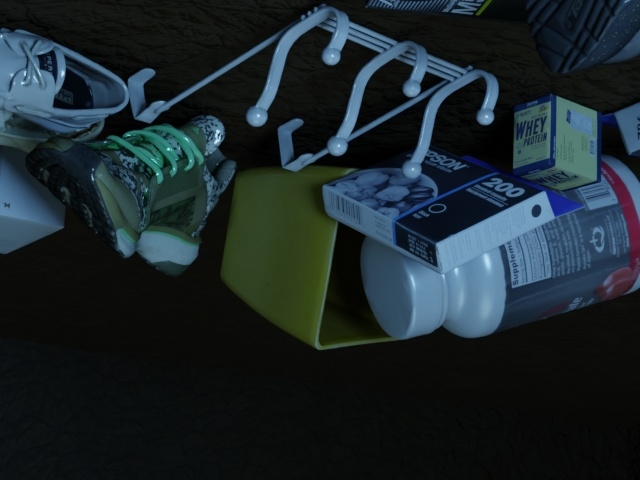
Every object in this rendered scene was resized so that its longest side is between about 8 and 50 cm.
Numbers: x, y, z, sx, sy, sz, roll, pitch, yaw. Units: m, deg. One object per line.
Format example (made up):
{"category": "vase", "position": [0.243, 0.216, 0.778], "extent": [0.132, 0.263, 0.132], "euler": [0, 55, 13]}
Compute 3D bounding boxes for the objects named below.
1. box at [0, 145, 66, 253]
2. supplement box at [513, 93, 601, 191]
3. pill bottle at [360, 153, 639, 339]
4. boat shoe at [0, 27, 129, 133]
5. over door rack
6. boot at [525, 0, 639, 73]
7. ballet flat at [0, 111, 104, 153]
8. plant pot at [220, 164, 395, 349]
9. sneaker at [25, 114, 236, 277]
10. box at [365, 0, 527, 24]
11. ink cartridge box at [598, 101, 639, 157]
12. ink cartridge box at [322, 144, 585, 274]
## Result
{"category": "box", "position": [-0.380, -0.067, 1.852], "extent": [0.091, 0.130, 0.170], "euler": [13, 162, -33]}
{"category": "supplement box", "position": [0.260, -0.106, 1.687], "extent": [0.083, 0.083, 0.056], "euler": [15, 160, -36]}
{"category": "pill bottle", "position": [0.215, 0.013, 1.790], "extent": [0.318, 0.176, 0.176], "euler": [-14, 172, -22]}
{"category": "boat shoe", "position": [-0.295, -0.166, 1.538], "extent": [0.088, 0.096, 0.267], "euler": [-11, 162, 29]}
{"category": "over door rack", "position": [-0.011, -0.131, 1.596], "extent": [0.239, 0.108, 0.324], "euler": [17, 160, -41]}
{"category": "boot", "position": [0.321, -0.243, 1.144], "extent": [0.222, 0.118, 0.338], "euler": [-8, 162, -31]}
{"category": "ballet flat", "position": [-0.337, -0.143, 1.671], "extent": [0.086, 0.086, 0.248], "euler": [-10, 166, 40]}
{"category": "plant pot", "position": [0.000, 0.000, 1.873], "extent": [0.187, 0.212, 0.212], "euler": [16, -170, 35]}
{"category": "sneaker", "position": [-0.195, -0.085, 1.725], "extent": [0.158, 0.182, 0.410], "euler": [40, -179, 10]}
{"category": "box", "position": [0.147, -0.239, 1.280], "extent": [0.184, 0.045, 0.191], "euler": [3, 165, -13]}
{"category": "ink cartridge box", "position": [0.450, -0.128, 1.622], "extent": [0.165, 0.065, 0.332], "euler": [10, 164, -28]}
{"category": "ink cartridge box", "position": [0.145, -0.049, 1.678], "extent": [0.208, 0.045, 0.206], "euler": [-23, -149, -29]}
